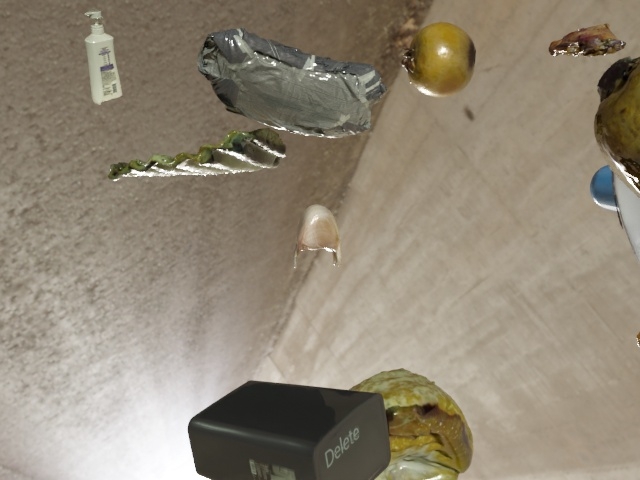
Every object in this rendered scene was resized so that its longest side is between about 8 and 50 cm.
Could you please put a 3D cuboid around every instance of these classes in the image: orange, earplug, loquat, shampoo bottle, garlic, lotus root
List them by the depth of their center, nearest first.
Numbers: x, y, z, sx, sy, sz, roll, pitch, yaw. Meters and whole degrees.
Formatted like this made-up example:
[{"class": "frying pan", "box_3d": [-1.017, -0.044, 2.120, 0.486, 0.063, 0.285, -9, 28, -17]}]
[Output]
[{"class": "lotus root", "box_3d": [0.302, -0.070, 0.526, 0.138, 0.214, 0.138, -23, 134, -27]}, {"class": "shampoo bottle", "box_3d": [-0.332, -0.280, 1.067, 0.049, 0.034, 0.141, -27, 135, -36]}, {"class": "orange", "box_3d": [0.110, 0.368, 1.209, 0.210, 0.270, 0.369, -110, -150, -62]}, {"class": "garlic", "box_3d": [-0.009, -0.009, 1.418, 0.099, 0.124, 0.174, -3, 180, -5]}, {"class": "loquat", "box_3d": [0.246, -0.369, 1.438, 0.163, 0.163, 0.137, -35, -164, -13]}, {"class": "earplug", "box_3d": [0.685, -0.102, 1.470, 0.132, 0.132, 0.273, -34, -157, -18]}]

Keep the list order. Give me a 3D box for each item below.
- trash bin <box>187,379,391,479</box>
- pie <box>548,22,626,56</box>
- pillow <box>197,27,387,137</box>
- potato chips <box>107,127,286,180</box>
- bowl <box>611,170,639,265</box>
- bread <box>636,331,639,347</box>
[{"class": "trash bin", "box_3d": [-0.046, 0.270, 0.954, 0.225, 0.115, 0.165, 3, -162, 36]}, {"class": "pie", "box_3d": [0.350, -0.264, 0.932, 0.092, 0.034, 0.170, -11, -159, 16]}, {"class": "pillow", "box_3d": [-0.053, -0.274, 1.243, 0.093, 0.335, 0.162, -95, -158, -53]}, {"class": "potato chips", "box_3d": [-0.244, -0.171, 1.477, 0.358, 0.070, 0.429, -7, -176, 11]}, {"class": "bowl", "box_3d": [0.528, -0.022, 0.862, 0.345, 0.346, 0.157, -27, 176, -43]}, {"class": "bread", "box_3d": [0.672, 0.169, 1.385, 0.157, 0.052, 0.044, -35, 168, -34]}]
